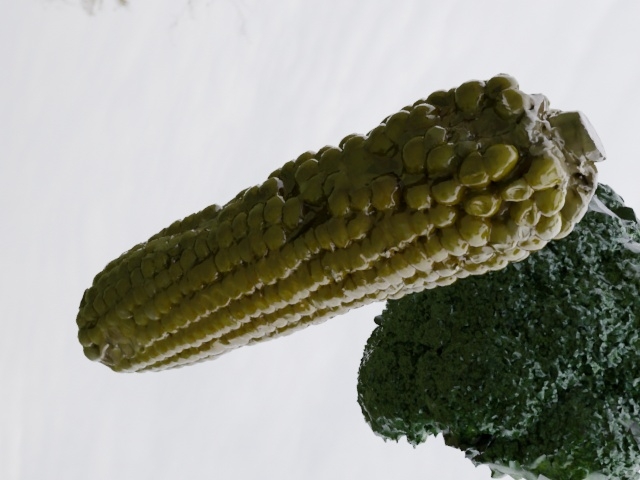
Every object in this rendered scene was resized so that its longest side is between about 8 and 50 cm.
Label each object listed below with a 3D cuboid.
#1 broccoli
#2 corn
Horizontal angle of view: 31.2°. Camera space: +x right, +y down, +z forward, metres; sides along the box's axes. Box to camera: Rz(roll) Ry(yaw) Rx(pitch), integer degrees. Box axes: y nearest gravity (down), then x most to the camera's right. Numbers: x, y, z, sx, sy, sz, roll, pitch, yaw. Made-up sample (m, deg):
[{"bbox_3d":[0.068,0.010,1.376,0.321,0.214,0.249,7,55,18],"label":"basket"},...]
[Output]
[{"bbox_3d":[0.172,0.083,0.876,0.254,0.269,0.269,18,-84,41],"label":"broccoli"},{"bbox_3d":[0.000,0.000,0.613,0.319,0.097,0.097,-22,-125,28],"label":"corn"}]
